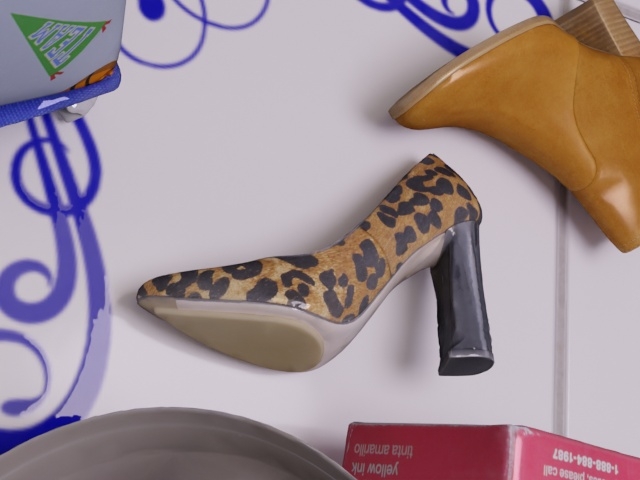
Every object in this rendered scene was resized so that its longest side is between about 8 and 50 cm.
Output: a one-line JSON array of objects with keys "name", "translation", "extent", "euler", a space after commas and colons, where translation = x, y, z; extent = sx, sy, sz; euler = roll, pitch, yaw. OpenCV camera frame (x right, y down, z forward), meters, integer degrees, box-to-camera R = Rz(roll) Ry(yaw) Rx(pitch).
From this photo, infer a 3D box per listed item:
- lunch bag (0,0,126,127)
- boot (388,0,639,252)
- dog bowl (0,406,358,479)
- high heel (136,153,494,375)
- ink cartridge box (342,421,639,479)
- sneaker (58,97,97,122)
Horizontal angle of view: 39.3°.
[{"name": "lunch bag", "translation": [-0.276, -0.155, 0.367], "extent": [0.385, 0.328, 0.239], "euler": [-21, 77, -24]}, {"name": "boot", "translation": [0.210, -0.081, 0.759], "extent": [0.295, 0.104, 0.211], "euler": [-27, 90, -33]}, {"name": "dog bowl", "translation": [-0.089, 0.262, 0.433], "extent": [0.348, 0.102, 0.349], "euler": [-7, 55, 11]}, {"name": "high heel", "translation": [0.000, 0.000, 0.665], "extent": [0.261, 0.093, 0.186], "euler": [8, 56, -16]}, {"name": "ink cartridge box", "translation": [0.136, 0.330, 0.565], "extent": [0.279, 0.160, 0.385], "euler": [22, 68, -35]}, {"name": "sneaker", "translation": [-0.215, -0.125, 0.590], "extent": [0.152, 0.053, 0.061], "euler": [17, 74, -22]}]
